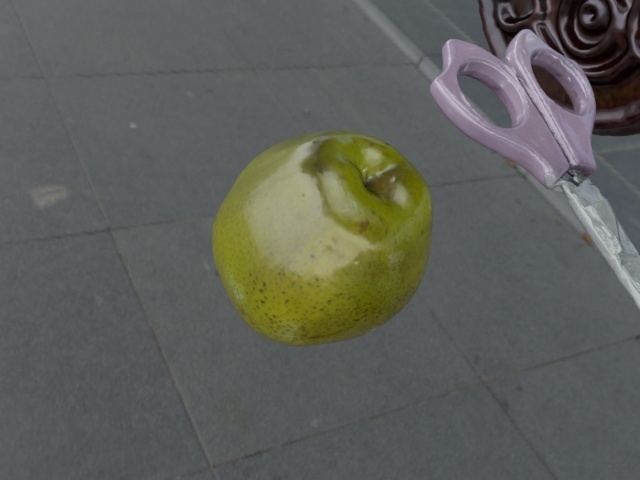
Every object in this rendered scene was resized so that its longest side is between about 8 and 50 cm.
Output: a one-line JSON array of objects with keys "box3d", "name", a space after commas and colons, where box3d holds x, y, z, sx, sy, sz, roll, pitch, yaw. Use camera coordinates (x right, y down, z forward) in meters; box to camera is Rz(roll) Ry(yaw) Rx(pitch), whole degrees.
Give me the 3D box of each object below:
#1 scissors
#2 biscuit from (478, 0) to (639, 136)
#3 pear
[{"box3d": [0.134, -0.022, 0.382, 0.110, 0.021, 0.212, -13, 65, -31], "name": "scissors"}, {"box3d": [0.335, -0.322, 0.901, 0.091, 0.408, 0.407, -16, 50, -29], "name": "biscuit"}, {"box3d": [0.000, 0.000, 0.970, 0.294, 0.294, 0.294, 10, 41, -9], "name": "pear"}]
